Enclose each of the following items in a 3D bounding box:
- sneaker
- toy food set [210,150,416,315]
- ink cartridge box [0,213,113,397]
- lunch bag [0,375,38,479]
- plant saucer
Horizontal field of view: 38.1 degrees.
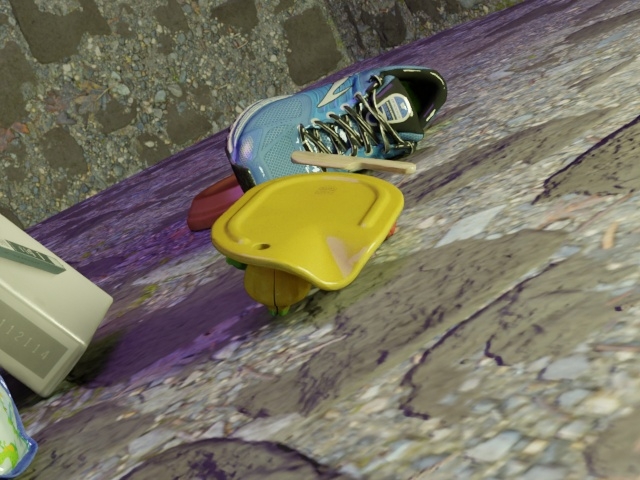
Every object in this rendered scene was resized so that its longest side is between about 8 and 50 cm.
[{"bbox_3d":[0.028,-0.137,1.065,0.147,0.129,0.330,-15,15,48],"label":"sneaker"},{"bbox_3d":[0.000,0.000,0.714,0.128,0.071,0.218,5,25,18],"label":"toy food set"},{"bbox_3d":[-0.322,-0.011,0.825,0.066,0.296,0.261,-50,11,6],"label":"ink cartridge box"},{"bbox_3d":[-0.249,0.135,0.537,0.129,0.096,0.151,-26,2,-5],"label":"lunch bag"},{"bbox_3d":[-0.094,-0.073,1.250,0.200,0.037,0.200,-24,12,6],"label":"plant saucer"}]
